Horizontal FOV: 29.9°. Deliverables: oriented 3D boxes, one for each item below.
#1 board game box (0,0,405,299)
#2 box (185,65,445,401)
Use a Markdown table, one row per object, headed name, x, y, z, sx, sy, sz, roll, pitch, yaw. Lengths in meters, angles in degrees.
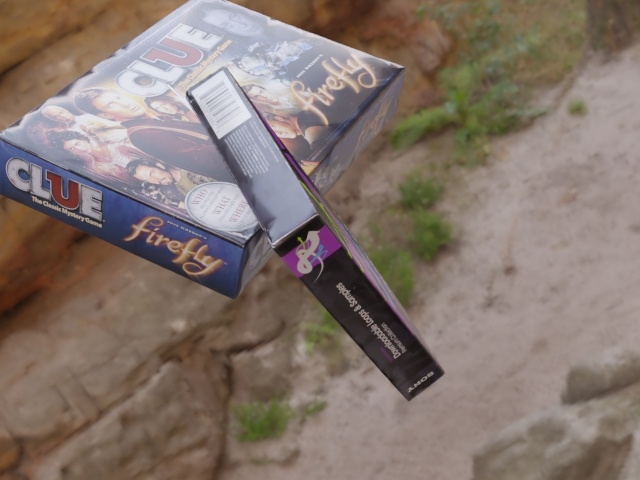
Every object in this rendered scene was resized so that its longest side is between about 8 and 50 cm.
| name | x | y | z | sx | sy | sz | roll | pitch | yaw |
| --- | --- | --- | --- | --- | --- | --- | --- | --- | --- |
| board game box | -0.067 | -0.073 | 0.762 | 0.165 | 0.042 | 0.243 | 22 | 38 | 13 |
| box | 0.000 | 0.000 | 0.596 | 0.029 | 0.162 | 0.116 | -34 | 50 | 2 |
